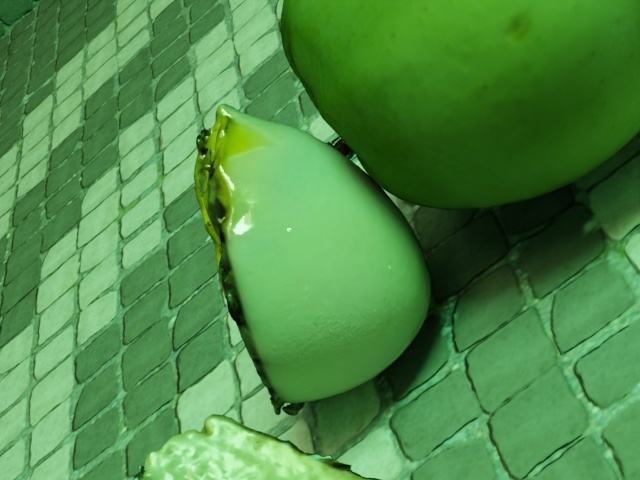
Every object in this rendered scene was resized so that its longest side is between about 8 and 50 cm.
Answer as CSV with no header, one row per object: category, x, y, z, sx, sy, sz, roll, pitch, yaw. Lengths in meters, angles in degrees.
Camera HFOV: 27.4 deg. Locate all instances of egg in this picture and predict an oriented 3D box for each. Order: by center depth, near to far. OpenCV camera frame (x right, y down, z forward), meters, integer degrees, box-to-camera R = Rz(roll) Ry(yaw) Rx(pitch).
egg,0.001,0.002,1.220,0.174,0.264,0.286,-18,72,6

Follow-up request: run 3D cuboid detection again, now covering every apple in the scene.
apple,0.145,-0.194,1.167,0.357,0.357,0.357,-33,31,24

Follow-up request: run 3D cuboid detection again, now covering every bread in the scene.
bread,-0.042,0.236,1.007,0.224,0.211,0.183,-21,31,48

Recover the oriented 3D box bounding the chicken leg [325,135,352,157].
chicken leg,0.082,-0.181,1.530,0.253,0.051,0.106,-53,23,-10
